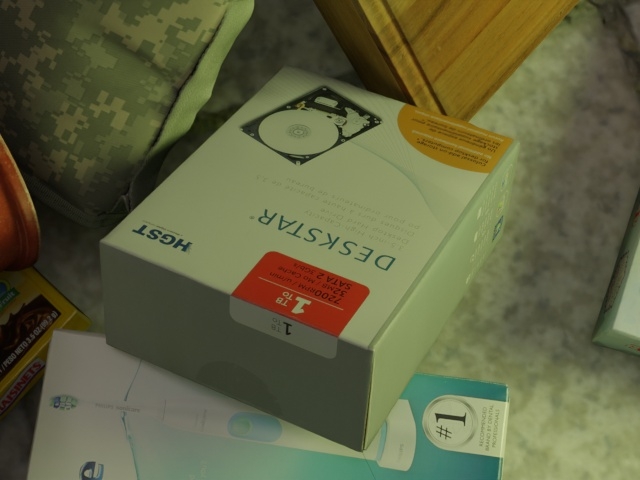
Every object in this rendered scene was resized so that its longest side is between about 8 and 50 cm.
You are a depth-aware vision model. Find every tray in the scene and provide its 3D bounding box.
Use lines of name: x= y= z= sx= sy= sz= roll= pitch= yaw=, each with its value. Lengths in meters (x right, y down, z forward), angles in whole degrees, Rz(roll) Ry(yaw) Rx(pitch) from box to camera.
tray: x=0.166 y=-0.277 z=0.866 sx=0.411 sy=0.203 sz=0.076 roll=-47 pitch=50 yaw=-8

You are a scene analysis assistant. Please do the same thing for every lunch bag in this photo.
lunch bag: x=-0.176 y=-0.177 z=0.831 sx=0.287 sy=0.169 sz=0.235 roll=42 pitch=121 yaw=11

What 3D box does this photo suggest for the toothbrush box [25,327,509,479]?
toothbrush box: x=-0.039 y=0.186 z=0.812 sx=0.295 sy=0.126 sz=0.216 roll=6 pitch=77 yaw=2

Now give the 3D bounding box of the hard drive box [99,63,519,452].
hard drive box: x=0.000 y=0.000 z=0.797 sx=0.181 sy=0.089 sz=0.232 roll=20 pitch=43 yaw=18

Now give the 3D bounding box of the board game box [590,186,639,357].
board game box: x=0.393 y=-0.028 z=0.881 sx=0.318 sy=0.066 sz=0.318 roll=18 pitch=79 yaw=5

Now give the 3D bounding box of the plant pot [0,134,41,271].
plant pot: x=-0.360 y=-0.011 z=0.752 sx=0.272 sy=0.272 sz=0.265 roll=43 pitch=64 yaw=9

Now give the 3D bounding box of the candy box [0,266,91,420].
candy box: x=-0.263 y=0.101 z=0.866 sx=0.206 sy=0.027 sz=0.105 roll=-48 pitch=53 yaw=-9
